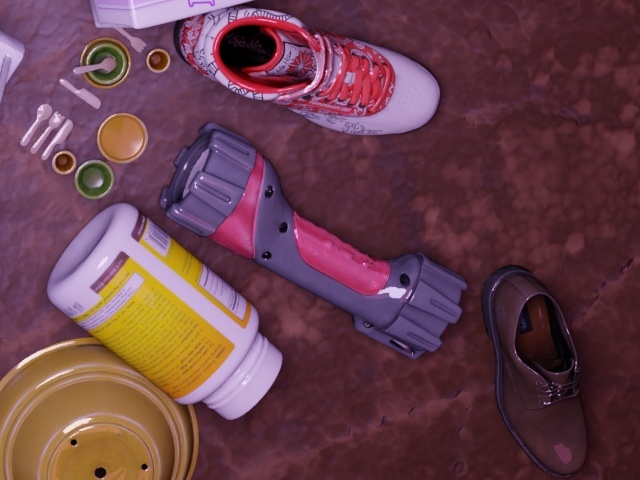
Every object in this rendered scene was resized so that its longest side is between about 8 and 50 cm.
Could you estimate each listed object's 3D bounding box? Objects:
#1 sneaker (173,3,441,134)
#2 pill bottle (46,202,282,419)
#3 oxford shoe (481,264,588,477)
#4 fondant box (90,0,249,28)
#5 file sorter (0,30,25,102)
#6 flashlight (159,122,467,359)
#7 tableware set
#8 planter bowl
[{"bbox_3d":[0.003,-0.149,1.697,0.270,0.145,0.090,17,96,-18],"label":"sneaker"},{"bbox_3d":[-0.140,0.071,1.719,0.215,0.117,0.117,41,89,-18],"label":"pill bottle"},{"bbox_3d":[0.221,0.142,1.845,0.083,0.096,0.227,-24,108,-11],"label":"oxford shoe"},{"bbox_3d":[-0.059,-0.337,1.627,0.330,0.096,0.238,-18,107,-26],"label":"fondant box"},{"bbox_3d":[-0.403,-0.068,1.538,0.193,0.173,0.277,29,117,-19],"label":"file sorter"},{"bbox_3d":[0.000,0.000,1.754,0.304,0.103,0.103,27,65,-20],"label":"flashlight"},{"bbox_3d":[-0.197,-0.119,1.713,0.104,0.024,0.154,36,90,-19],"label":"tableware set"},{"bbox_3d":[-0.212,0.207,1.742,0.217,0.090,0.217,-3,103,-15],"label":"planter bowl"}]
